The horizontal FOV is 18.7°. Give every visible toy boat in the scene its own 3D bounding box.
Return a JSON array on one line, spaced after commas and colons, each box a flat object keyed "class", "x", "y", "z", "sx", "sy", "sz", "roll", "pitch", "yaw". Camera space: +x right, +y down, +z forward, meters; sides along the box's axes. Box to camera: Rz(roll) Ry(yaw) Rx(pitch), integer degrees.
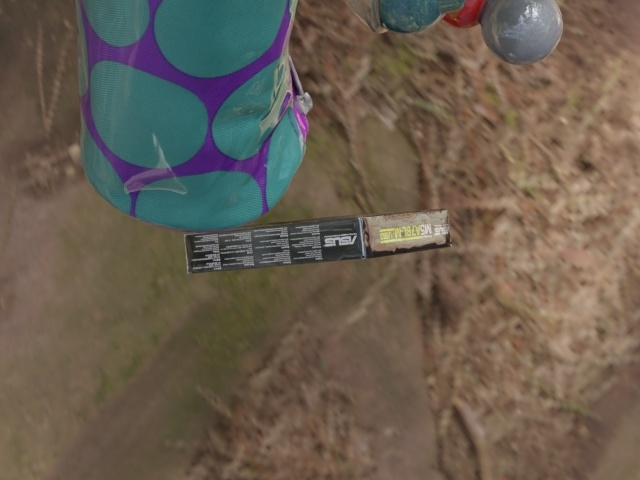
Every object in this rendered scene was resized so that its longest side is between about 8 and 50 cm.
[{"class": "toy boat", "x": 0.124, "y": -0.243, "z": 1.497, "sx": 0.148, "sy": 0.318, "sz": 0.267, "roll": 31, "pitch": 75, "yaw": 14}]

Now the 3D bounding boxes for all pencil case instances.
[{"class": "pencil case", "x": -0.030, "y": -0.072, "z": 0.522, "sx": 0.070, "sy": 0.064, "sz": 0.152, "roll": -12, "pitch": 144, "yaw": -17}]

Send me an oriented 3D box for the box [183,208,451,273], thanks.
[{"class": "box", "x": 0.000, "y": 0.000, "z": 1.817, "sx": 0.190, "sy": 0.184, "sz": 0.045, "roll": -5, "pitch": 93, "yaw": 28}]
